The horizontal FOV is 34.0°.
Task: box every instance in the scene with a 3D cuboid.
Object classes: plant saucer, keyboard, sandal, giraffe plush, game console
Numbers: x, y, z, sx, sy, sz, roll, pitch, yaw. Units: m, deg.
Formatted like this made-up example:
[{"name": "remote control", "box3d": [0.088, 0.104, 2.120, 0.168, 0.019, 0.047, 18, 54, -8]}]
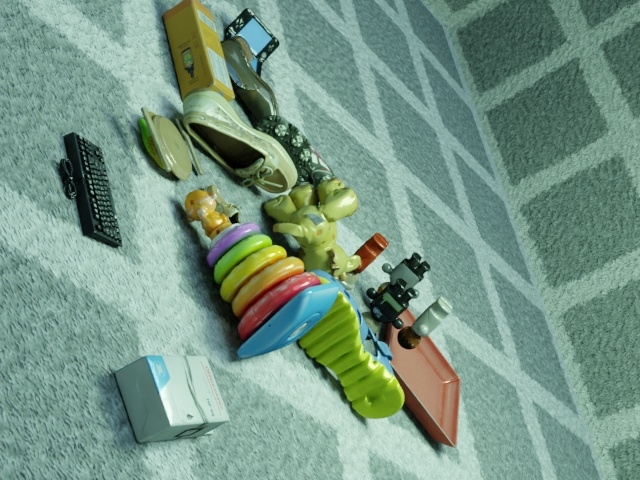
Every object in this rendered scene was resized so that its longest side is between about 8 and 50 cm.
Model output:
[{"name": "plant saucer", "box3d": [0.210, 0.286, 2.242, 0.259, 0.048, 0.258, 52, 23, -17]}, {"name": "keyboard", "box3d": [-0.341, -0.080, 1.547, 0.108, 0.023, 0.180, 26, 39, -54]}, {"name": "sandal", "box3d": [0.047, 0.182, 1.943, 0.317, 0.126, 0.138, 60, 17, -22]}, {"name": "giraffe plush", "box3d": [0.000, 0.000, 2.028, 0.210, 0.181, 0.170, -97, 172, -64]}, {"name": "game console", "box3d": [-0.151, -0.438, 2.337, 0.122, 0.107, 0.071, 45, -2, -35]}]

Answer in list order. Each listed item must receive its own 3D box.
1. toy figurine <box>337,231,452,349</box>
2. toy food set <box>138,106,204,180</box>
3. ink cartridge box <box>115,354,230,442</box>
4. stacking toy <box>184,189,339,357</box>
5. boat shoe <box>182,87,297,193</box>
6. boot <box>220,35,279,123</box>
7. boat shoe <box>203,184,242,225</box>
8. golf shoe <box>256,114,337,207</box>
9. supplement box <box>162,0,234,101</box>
[{"name": "toy figurine", "box3d": [0.142, 0.113, 2.129, 0.210, 0.148, 0.213, 24, 29, -44]}, {"name": "toy food set", "box3d": [-0.266, -0.161, 1.801, 0.132, 0.039, 0.192, 68, 12, 5]}, {"name": "ink cartridge box", "box3d": [-0.193, 0.216, 1.448, 0.180, 0.060, 0.104, 12, 52, -62]}, {"name": "stacking toy", "box3d": [-0.128, 0.035, 1.736, 0.302, 0.175, 0.166, 50, 18, 12]}, {"name": "boat shoe", "box3d": [-0.155, -0.165, 1.960, 0.285, 0.105, 0.089, 38, 38, -32]}, {"name": "boot", "box3d": [-0.168, -0.312, 2.170, 0.106, 0.082, 0.219, -29, 94, -46]}, {"name": "boat shoe", "box3d": [-0.163, -0.043, 1.851, 0.135, 0.045, 0.050, 64, 22, 9]}, {"name": "golf shoe", "box3d": [-0.058, -0.173, 2.199, 0.273, 0.105, 0.120, 49, 8, -40]}, {"name": "supplement box", "box3d": [-0.239, -0.361, 2.041, 0.080, 0.078, 0.233, 35, 33, -52]}]
